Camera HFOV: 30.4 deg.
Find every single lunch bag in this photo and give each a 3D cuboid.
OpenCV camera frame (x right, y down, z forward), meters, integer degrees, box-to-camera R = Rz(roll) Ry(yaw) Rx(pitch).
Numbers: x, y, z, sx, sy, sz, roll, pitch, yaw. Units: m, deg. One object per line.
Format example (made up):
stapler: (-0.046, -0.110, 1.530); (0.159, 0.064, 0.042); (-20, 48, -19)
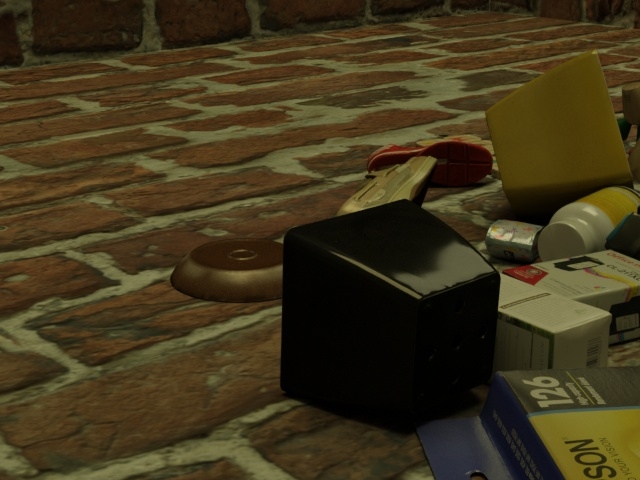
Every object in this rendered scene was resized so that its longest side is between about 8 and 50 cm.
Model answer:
lunch bag: (0.278, 0.001, 1.692); (0.071, 0.053, 0.083); (9, 10, 19)

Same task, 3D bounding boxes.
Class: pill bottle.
pill bottle: (0.380, -0.010, 1.644); (0.103, 0.103, 0.184); (14, 22, 37)

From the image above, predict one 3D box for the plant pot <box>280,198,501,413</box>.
plant pot: (0.084, 0.080, 1.239); (0.188, 0.187, 0.167); (-16, 27, -41)

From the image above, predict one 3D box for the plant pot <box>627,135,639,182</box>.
plant pot: (0.603, -0.163, 1.756); (0.256, 0.274, 0.256); (39, 22, -19)

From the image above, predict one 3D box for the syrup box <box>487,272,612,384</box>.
syrup box: (0.201, 0.099, 1.320); (0.096, 0.093, 0.237); (-13, 22, -35)

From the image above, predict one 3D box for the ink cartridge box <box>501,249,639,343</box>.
ink cartridge box: (0.327, 0.072, 1.440); (0.175, 0.072, 0.127); (-10, 20, -26)

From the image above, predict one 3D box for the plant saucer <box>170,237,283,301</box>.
plant saucer: (-0.107, 0.034, 1.616); (0.199, 0.036, 0.198); (0, 19, 0)

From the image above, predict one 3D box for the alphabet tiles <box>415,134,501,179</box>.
alphabet tiles: (0.316, -0.161, 2.244); (0.278, 0.021, 0.284); (-11, 22, -31)

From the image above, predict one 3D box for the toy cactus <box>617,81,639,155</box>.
toy cactus: (0.567, -0.191, 2.108); (0.112, 0.180, 0.219); (-30, 24, -20)

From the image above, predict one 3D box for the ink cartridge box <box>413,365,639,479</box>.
ink cartridge box: (0.262, 0.197, 1.066); (0.307, 0.072, 0.303); (0, 18, -7)

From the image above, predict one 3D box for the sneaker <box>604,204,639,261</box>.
sneaker: (0.529, -0.001, 1.597); (0.341, 0.125, 0.139); (-20, 66, -35)

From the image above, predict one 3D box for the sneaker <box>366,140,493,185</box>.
sneaker: (0.189, -0.150, 2.106); (0.221, 0.087, 0.128); (-1, 19, -5)

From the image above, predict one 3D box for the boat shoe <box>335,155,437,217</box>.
boat shoe: (0.103, -0.070, 1.800); (0.098, 0.109, 0.302); (22, 28, 10)

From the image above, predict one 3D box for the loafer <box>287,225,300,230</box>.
loafer: (0.000, 0.000, 1.695); (0.056, 0.050, 0.148); (-12, 21, -32)

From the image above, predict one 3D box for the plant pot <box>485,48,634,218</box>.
plant pot: (0.368, -0.141, 1.831); (0.187, 0.212, 0.212); (-15, -17, 13)
